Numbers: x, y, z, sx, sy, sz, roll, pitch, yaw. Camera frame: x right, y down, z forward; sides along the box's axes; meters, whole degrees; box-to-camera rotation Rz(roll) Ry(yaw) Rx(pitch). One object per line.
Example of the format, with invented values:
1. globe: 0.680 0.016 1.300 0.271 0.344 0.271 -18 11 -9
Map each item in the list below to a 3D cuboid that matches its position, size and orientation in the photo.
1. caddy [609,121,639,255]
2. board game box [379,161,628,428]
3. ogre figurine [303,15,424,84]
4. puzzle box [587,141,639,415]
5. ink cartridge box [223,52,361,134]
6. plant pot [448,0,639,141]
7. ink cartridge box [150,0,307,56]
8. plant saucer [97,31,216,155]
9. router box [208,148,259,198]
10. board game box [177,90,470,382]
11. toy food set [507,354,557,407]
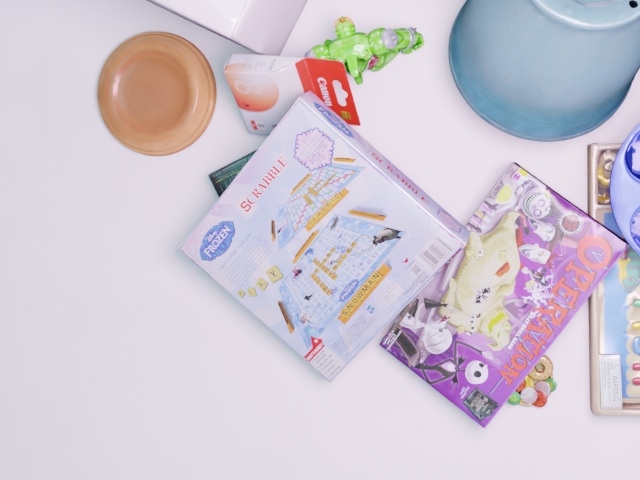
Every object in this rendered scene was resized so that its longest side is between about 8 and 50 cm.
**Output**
1. caddy: 0.556 -0.074 1.242 0.341 0.179 0.241 -6 92 10
2. board game box: 0.267 0.082 1.393 0.208 0.056 0.347 36 104 9
3. ogre figurine: 0.053 -0.280 1.396 0.197 0.118 0.097 6 95 9
4. puzzle box: 0.534 0.057 1.371 0.272 0.052 0.409 -2 93 9
5. ink cartridge box: -0.041 -0.210 1.394 0.179 0.145 0.045 10 59 21
6. plant pot: 0.325 -0.303 1.238 0.271 0.255 0.272 0 75 -2
7. ink cartridge box: -0.225 -0.427 1.347 0.394 0.285 0.166 27 99 7
8. plant saucer: -0.266 -0.235 1.494 0.199 0.037 0.200 1 94 9
9. router box: -0.103 -0.089 1.475 0.122 0.038 0.092 -26 89 11
10. board game box: 0.000 0.000 1.400 0.318 0.066 0.319 42 114 -1
11. toy food set: 0.319 0.217 1.433 0.083 0.020 0.083 -8 93 10
